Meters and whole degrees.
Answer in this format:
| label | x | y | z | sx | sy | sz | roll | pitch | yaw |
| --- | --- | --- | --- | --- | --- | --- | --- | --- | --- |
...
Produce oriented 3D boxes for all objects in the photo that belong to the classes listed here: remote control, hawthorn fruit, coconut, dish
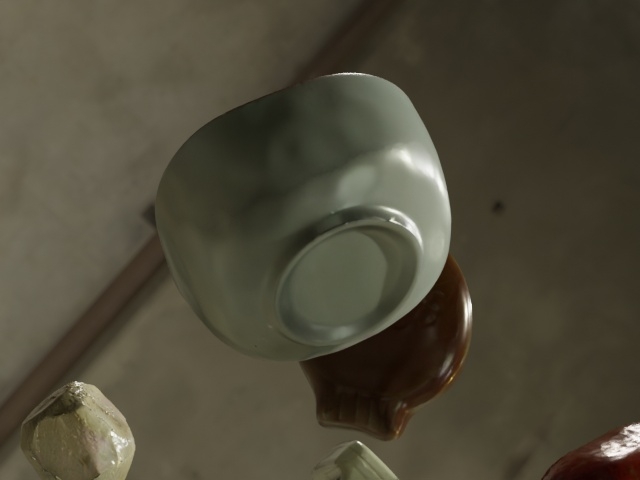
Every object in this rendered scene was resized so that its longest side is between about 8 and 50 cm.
| label | x | y | z | sx | sy | sz | roll | pitch | yaw |
| --- | --- | --- | --- | --- | --- | --- | --- | --- | --- |
| remote control | 0.034 | 0.230 | 1.775 | 0.090 | 0.049 | 0.230 | 45 | -10 | 4 |
| hawthorn fruit | 0.244 | 0.234 | 1.649 | 0.162 | 0.203 | 0.163 | 7 | -81 | 52 |
| coconut | -0.242 | 0.212 | 1.971 | 0.124 | 0.110 | 0.110 | 51 | -21 | -6 |
| dish | 0.000 | 0.000 | 1.555 | 0.117 | 0.256 | 0.256 | 58 | -3 | 45 |

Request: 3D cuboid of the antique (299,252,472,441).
| label | x | y | z | sx | sy | sz | roll | pitch | yaw |
| --- | --- | --- | --- | --- | --- | --- | --- | --- | --- |
| antique | 0.078 | 0.114 | 2.433 | 0.223 | 0.278 | 0.129 | 8 | -12 | 7 |
